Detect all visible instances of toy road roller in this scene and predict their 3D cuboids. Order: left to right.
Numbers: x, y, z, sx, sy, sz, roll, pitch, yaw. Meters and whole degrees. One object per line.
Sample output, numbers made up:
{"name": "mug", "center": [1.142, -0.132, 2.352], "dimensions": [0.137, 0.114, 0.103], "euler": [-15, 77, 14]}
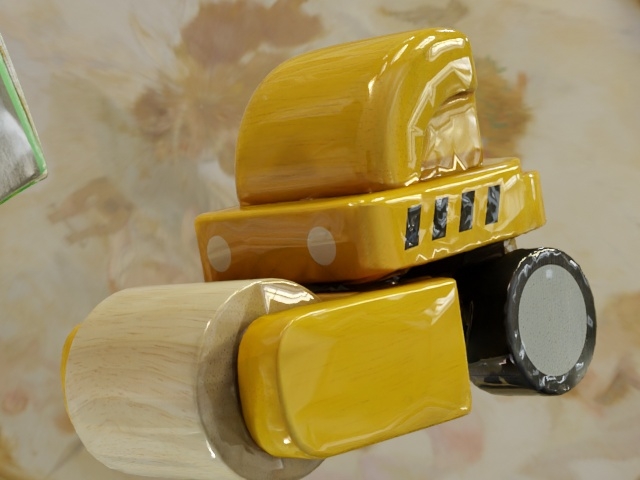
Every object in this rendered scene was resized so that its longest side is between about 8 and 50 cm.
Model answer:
{"name": "toy road roller", "center": [0.000, 0.000, 0.949], "dimensions": [0.329, 0.202, 0.241], "euler": [-14, -84, -43]}

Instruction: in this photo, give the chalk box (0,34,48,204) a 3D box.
{"name": "chalk box", "center": [-0.184, -0.048, 0.457], "dimensions": [0.132, 0.213, 0.132], "euler": [-5, -67, 34]}
